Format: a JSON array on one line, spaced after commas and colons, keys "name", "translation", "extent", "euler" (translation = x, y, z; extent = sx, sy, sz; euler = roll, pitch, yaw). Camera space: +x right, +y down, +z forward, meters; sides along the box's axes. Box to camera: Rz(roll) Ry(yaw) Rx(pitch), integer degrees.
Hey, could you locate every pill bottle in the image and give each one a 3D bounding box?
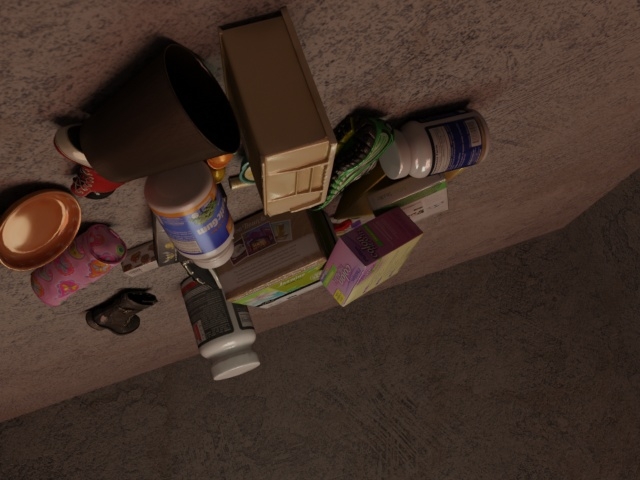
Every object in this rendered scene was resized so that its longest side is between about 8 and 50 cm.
[{"name": "pill bottle", "translation": [0.293, -0.248, 1.600], "extent": [0.264, 0.153, 0.153], "euler": [-15, 163, -18]}, {"name": "pill bottle", "translation": [-0.353, 0.297, 2.190], "extent": [0.210, 0.363, 0.210], "euler": [-19, 163, -6]}, {"name": "pill bottle", "translation": [-0.285, -0.052, 1.404], "extent": [0.152, 0.152, 0.272], "euler": [-20, 145, -3]}]

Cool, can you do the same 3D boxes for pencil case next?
[{"name": "pencil case", "translation": [-0.624, 0.064, 1.568], "extent": [0.284, 0.124, 0.124], "euler": [-30, 161, 31]}]

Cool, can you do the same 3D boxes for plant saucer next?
[{"name": "plant saucer", "translation": [0.237, -0.183, 1.871], "extent": [0.332, 0.081, 0.332], "euler": [-8, 159, -37]}, {"name": "plant saucer", "translation": [-0.601, -0.027, 1.294], "extent": [0.200, 0.037, 0.200], "euler": [-45, 158, -24]}]

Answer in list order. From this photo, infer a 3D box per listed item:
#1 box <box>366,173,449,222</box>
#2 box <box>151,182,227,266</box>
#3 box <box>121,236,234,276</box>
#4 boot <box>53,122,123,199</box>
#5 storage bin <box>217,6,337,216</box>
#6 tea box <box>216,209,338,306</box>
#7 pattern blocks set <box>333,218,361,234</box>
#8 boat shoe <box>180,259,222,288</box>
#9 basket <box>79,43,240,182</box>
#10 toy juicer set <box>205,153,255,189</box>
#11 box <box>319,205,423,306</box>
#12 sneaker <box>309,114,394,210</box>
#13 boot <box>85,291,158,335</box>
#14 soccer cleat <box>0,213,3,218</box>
[{"name": "box", "translation": [0.279, -0.117, 1.897], "extent": [0.232, 0.059, 0.322], "euler": [-23, 165, 7]}, {"name": "box", "translation": [-0.339, -0.037, 1.580], "extent": [0.183, 0.056, 0.231], "euler": [-14, 146, -23]}, {"name": "box", "translation": [-0.412, 0.016, 1.753], "extent": [0.324, 0.063, 0.067], "euler": [-21, 165, 1]}, {"name": "boot", "translation": [-0.452, -0.138, 1.180], "extent": [0.176, 0.088, 0.244], "euler": [-24, 167, 18]}, {"name": "storage bin", "translation": [-0.079, -0.208, 1.082], "extent": [0.123, 0.262, 0.260], "euler": [-17, 163, -9]}, {"name": "tea box", "translation": [-0.123, 0.047, 1.924], "extent": [0.329, 0.220, 0.323], "euler": [-25, 163, 13]}, {"name": "pattern blocks set", "translation": [0.000, 0.000, 2.214], "extent": [0.324, 0.026, 0.285], "euler": [-27, 172, 17]}, {"name": "boat shoe", "translation": [-0.381, 0.084, 1.945], "extent": [0.091, 0.114, 0.302], "euler": [-20, 152, -6]}, {"name": "basket", "translation": [-0.289, -0.199, 1.058], "extent": [0.226, 0.154, 0.204], "euler": [-20, 124, 23]}, {"name": "toy juicer set", "translation": [-0.163, -0.161, 1.440], "extent": [0.209, 0.090, 0.329], "euler": [-21, 164, 1]}, {"name": "box", "translation": [0.144, 0.045, 1.779], "extent": [0.243, 0.117, 0.213], "euler": [-28, 157, -34]}, {"name": "sneaker", "translation": [0.065, -0.184, 1.563], "extent": [0.146, 0.134, 0.343], "euler": [-7, 158, -41]}, {"name": "boot", "translation": [-0.663, 0.250, 2.153], "extent": [0.229, 0.091, 0.263], "euler": [-26, 161, 19]}, {"name": "soccer cleat", "translation": [-0.762, 0.004, 1.253], "extent": [0.331, 0.143, 0.116], "euler": [-29, 137, -50]}]
